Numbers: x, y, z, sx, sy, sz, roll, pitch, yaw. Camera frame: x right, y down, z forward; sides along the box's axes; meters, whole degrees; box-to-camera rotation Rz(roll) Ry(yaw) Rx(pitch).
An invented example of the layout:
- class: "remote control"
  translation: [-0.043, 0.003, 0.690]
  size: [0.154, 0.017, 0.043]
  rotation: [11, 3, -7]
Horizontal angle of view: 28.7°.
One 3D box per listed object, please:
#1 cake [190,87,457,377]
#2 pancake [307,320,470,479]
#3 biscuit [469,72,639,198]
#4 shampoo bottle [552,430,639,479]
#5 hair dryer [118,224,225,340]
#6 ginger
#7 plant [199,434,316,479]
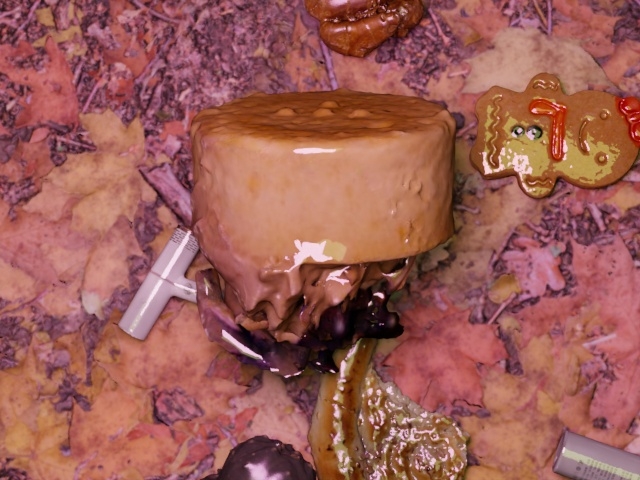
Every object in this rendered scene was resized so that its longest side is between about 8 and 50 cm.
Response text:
- class: "cake"
  translation: [0.003, -0.003, 1.488]
  size: [0.332, 0.332, 0.321]
  rotation: [2, 108, 5]
- class: "pancake"
  translation: [0.090, 0.268, 1.546]
  size: [0.197, 0.054, 0.376]
  rotation: [-20, 81, 1]
- class: "biscuit"
  translation: [0.306, -0.132, 1.599]
  size: [0.226, 0.036, 0.166]
  rotation: [7, 81, 5]
- class: "shampoo bottle"
  translation: [0.382, 0.288, 1.519]
  size: [0.195, 0.056, 0.056]
  rotation: [19, 83, 6]
- class: "hair dryer"
  translation: [-0.144, 0.090, 1.600]
  size: [0.183, 0.044, 0.155]
  rotation: [31, 87, 5]
- class: "ginger"
  translation: [0.066, -0.296, 1.623]
  size: [0.162, 0.073, 0.103]
  rotation: [-16, 81, 1]
- class: "plant"
  translation: [-0.104, 0.351, 1.498]
  size: [0.142, 0.164, 0.256]
  rotation: [31, 96, 8]
